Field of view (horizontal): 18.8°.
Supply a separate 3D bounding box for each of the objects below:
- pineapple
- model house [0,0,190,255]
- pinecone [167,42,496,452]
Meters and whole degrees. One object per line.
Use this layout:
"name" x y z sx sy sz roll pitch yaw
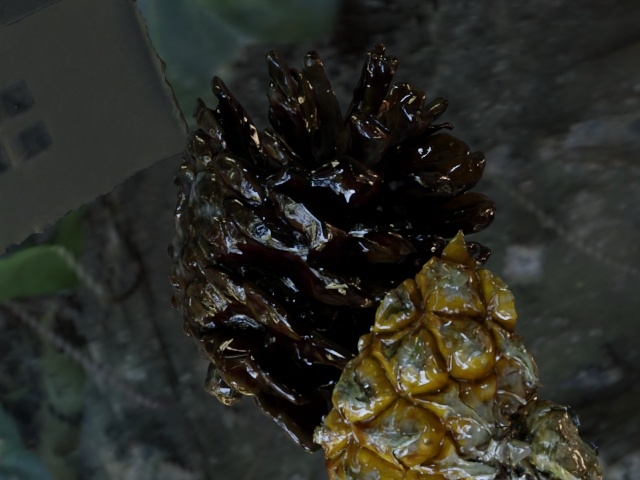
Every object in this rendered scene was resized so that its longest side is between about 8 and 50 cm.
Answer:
"pineapple" 0.086 0.152 1.274 0.164 0.140 0.250 39 137 34
"model house" -0.193 -0.125 0.689 0.204 0.211 0.243 46 161 51
"pinecone" 0.007 -0.002 1.455 0.242 0.298 0.296 6 112 -17
